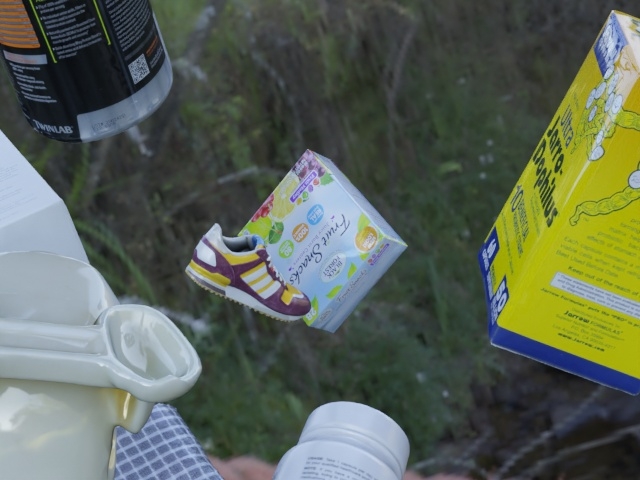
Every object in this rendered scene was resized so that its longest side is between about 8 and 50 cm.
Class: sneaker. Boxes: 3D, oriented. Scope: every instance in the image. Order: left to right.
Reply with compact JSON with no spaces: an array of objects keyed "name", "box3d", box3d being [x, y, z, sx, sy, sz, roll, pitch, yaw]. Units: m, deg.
[{"name":"sneaker","box3d":[-0.075,0.041,1.702,0.185,0.084,0.069,21,13,-35]}]

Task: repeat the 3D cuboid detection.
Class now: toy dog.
[{"name":"toy dog","box3d":[-0.329,0.237,1.383,0.285,0.408,0.395,4,22,-25]}]

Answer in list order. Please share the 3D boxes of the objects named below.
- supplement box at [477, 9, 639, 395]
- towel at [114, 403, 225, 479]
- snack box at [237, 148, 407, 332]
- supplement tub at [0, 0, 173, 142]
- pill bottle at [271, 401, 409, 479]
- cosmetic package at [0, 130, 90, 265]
[{"name":"supplement box","box3d":[0.343,-0.040,1.525,0.195,0.356,0.194,20,28,-10]},{"name":"towel","box3d":[-0.249,0.348,1.648,0.284,0.121,0.235,-26,48,-20]},{"name":"snack box","box3d":[0.000,0.000,1.958,0.174,0.070,0.207,-51,55,15]},{"name":"supplement tub","box3d":[-0.303,-0.289,1.582,0.194,0.316,0.193,-9,40,7]},{"name":"pill bottle","box3d":[0.006,0.336,1.579,0.160,0.160,0.283,-9,37,30]},{"name":"cosmetic package","box3d":[-0.434,0.000,1.836,0.156,0.217,0.385,-27,28,-18]}]
